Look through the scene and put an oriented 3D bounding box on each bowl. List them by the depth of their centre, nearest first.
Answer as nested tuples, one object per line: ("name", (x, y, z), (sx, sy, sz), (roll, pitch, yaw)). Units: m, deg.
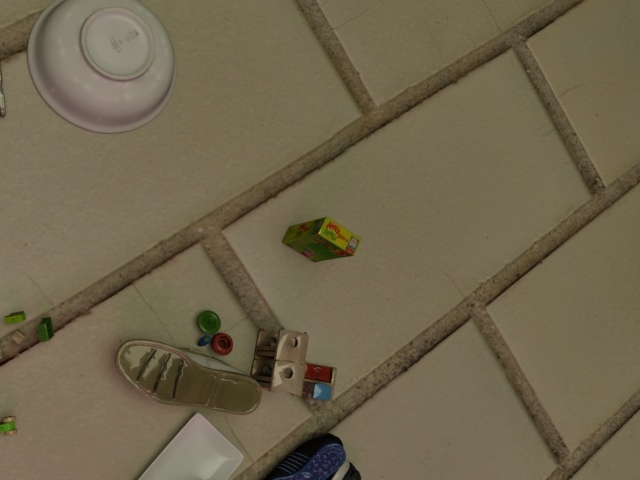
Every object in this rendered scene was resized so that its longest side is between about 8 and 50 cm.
("bowl", (-0.408, -0.366, 1.666), (0.298, 0.134, 0.297), (3, 84, -26))

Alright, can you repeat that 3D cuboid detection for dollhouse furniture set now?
("dollhouse furniture set", (-0.579, 0.175, 1.584), (0.152, 0.058, 0.076), (-11, 97, -8))
("dollhouse furniture set", (-0.034, 0.261, 1.786), (0.184, 0.129, 0.128), (14, 78, -24))

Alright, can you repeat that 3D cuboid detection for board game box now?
("board game box", (0.000, 0.000, 1.802), (0.092, 0.181, 0.043), (31, 72, -20))

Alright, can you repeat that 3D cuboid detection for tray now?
("tray", (-0.287, 0.488, 1.692), (0.145, 0.030, 0.270), (47, 67, -14))

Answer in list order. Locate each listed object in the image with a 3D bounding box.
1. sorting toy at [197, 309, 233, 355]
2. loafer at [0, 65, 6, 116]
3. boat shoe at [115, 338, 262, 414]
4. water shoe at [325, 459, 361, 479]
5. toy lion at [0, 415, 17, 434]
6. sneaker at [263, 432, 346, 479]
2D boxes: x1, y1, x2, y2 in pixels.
("sorting toy", (-0.225, 0.197, 1.753), (0.061, 0.042, 0.102), (-32, 87, -41))
("loafer", (-0.618, -0.295, 1.605), (0.039, 0.045, 0.125), (-7, 90, -20))
("boat shoe", (-0.268, 0.268, 1.684), (0.302, 0.103, 0.113), (26, 87, -23))
("water shoe", (0.018, 0.563, 1.812), (0.080, 0.073, 0.203), (42, 69, -19))
("toy lion", (-0.609, 0.340, 1.523), (0.100, 0.096, 0.034), (-2, 84, -67))
("sneaker", (-0.050, 0.489, 1.789), (0.232, 0.090, 0.081), (-32, 101, -4))
